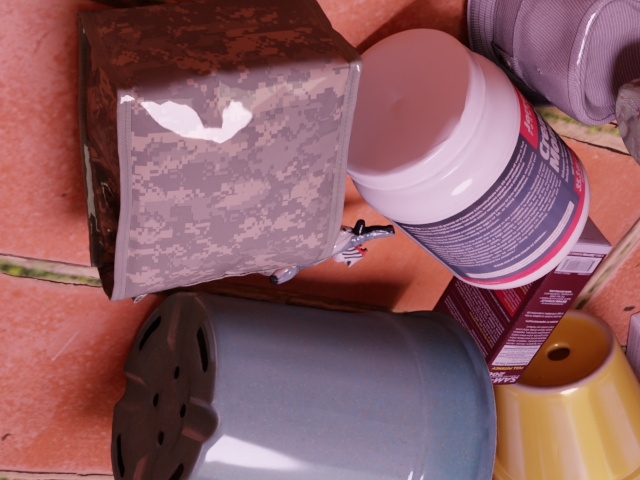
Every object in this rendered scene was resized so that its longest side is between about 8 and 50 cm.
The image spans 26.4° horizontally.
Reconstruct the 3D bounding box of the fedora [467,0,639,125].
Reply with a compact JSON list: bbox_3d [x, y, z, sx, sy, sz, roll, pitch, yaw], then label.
[{"bbox_3d":[0.284,-0.221,1.406,0.243,0.124,0.275,-25,140,-6],"label":"fedora"}]

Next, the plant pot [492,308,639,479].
[{"bbox_3d":[0.337,0.232,1.834,0.254,0.254,0.239,-23,124,-7],"label":"plant pot"}]

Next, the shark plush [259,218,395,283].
[{"bbox_3d":[0.000,0.000,1.522,0.161,0.073,0.067,-26,157,3],"label":"shark plush"}]

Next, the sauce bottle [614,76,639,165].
[{"bbox_3d":[0.478,-0.166,1.405,0.344,0.111,0.111,-19,139,-11],"label":"sauce bottle"}]

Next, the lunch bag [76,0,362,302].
[{"bbox_3d":[-0.103,-0.078,1.301,0.235,0.169,0.287,-11,132,-20],"label":"lunch bag"}]

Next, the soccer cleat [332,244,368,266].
[{"bbox_3d":[0.022,0.006,1.567,0.035,0.029,0.083,-45,142,10],"label":"soccer cleat"}]

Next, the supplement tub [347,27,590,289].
[{"bbox_3d":[0.147,-0.080,1.422,0.191,0.191,0.272,-39,139,12],"label":"supplement tub"}]

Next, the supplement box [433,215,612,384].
[{"bbox_3d":[0.240,0.050,1.659,0.073,0.130,0.239,4,131,-33],"label":"supplement box"}]

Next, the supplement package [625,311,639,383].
[{"bbox_3d":[0.584,0.225,1.934,0.198,0.263,0.199,-20,139,-11],"label":"supplement package"}]

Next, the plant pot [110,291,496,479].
[{"bbox_3d":[-0.035,0.211,1.544,0.334,0.341,0.341,16,123,-30],"label":"plant pot"}]
